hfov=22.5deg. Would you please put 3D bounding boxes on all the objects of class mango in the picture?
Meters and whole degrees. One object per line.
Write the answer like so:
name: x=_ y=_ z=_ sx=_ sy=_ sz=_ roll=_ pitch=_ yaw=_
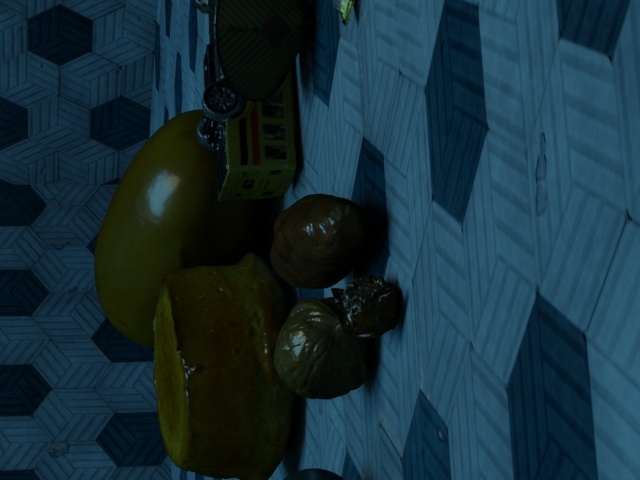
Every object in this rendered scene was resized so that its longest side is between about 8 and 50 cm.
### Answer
mango: x=-0.199 y=-0.019 z=2.320 sx=0.445 sy=0.232 sz=0.300 roll=111 pitch=179 yaw=-60

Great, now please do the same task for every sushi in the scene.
sushi: x=0.046 y=0.060 z=1.520 sx=0.120 sy=0.052 sz=0.055 roll=-141 pitch=36 yaw=-80

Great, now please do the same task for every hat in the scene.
hat: x=-0.044 y=-0.260 z=1.934 sx=0.193 sy=0.082 sz=0.193 roll=-20 pitch=-68 yaw=-61

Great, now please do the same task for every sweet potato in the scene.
sweet potato: x=0.000 y=0.000 z=1.643 sx=0.252 sy=0.097 sz=0.097 roll=147 pitch=121 yaw=-80

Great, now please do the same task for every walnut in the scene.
walnut: x=0.004 y=0.107 z=1.620 sx=0.124 sy=0.105 sz=0.105 roll=119 pitch=149 yaw=-64

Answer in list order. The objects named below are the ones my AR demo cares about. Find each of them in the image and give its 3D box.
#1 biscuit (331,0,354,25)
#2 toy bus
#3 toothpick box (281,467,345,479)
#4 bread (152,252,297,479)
biscuit: x=0.005 y=-0.312 z=1.781 sx=0.292 sy=0.026 sz=0.048 roll=-109 pitch=25 yaw=-59
toy bus: x=-0.100 y=-0.224 z=2.090 sx=0.121 sy=0.123 sz=0.335 roll=112 pitch=156 yaw=-68
toothpick box: x=0.001 y=0.299 z=1.585 sx=0.184 sy=0.120 sz=0.120 roll=-122 pitch=32 yaw=-75
bread: x=-0.128 y=0.173 z=2.130 sx=0.312 sy=0.172 sz=0.312 roll=179 pitch=90 yaw=-77
